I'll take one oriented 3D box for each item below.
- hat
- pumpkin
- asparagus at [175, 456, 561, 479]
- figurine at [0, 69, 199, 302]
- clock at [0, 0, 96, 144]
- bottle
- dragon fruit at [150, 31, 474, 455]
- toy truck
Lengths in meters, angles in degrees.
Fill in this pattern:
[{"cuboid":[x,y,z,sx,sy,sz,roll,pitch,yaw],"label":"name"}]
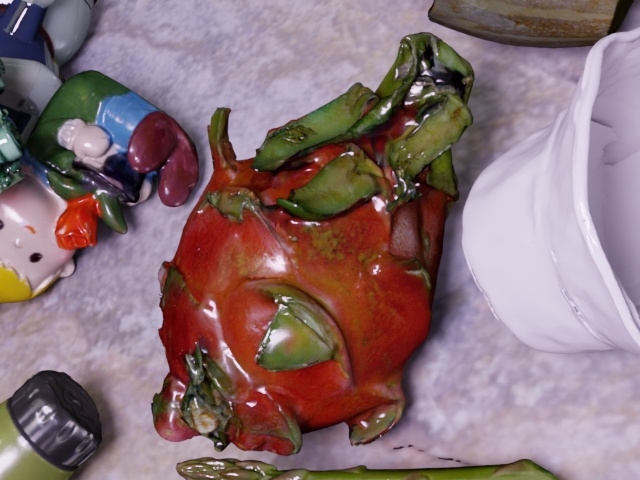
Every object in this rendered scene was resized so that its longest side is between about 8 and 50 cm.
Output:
[{"cuboid":[0.157,-0.007,0.688,0.126,0.203,0.203,-22,47,46],"label":"hat"},{"cuboid":[0.176,-0.199,0.823,0.110,0.217,0.217,41,90,9],"label":"pumpkin"},{"cuboid":[0.033,0.139,0.722,0.236,0.034,0.027,-1,49,12],"label":"asparagus"},{"cuboid":[-0.218,-0.021,1.035,0.185,0.127,0.234,31,73,39],"label":"figurine"},{"cuboid":[-0.289,-0.190,1.173,0.199,0.146,0.243,-52,28,44],"label":"clock"},{"cuboid":[-0.267,0.200,0.913,0.260,0.112,0.112,-42,43,8],"label":"bottle"},{"cuboid":[-0.004,0.002,0.769,0.269,0.198,0.200,-62,-6,28],"label":"dragon fruit"},{"cuboid":[-0.266,-0.082,0.986,0.080,0.078,0.154,-29,43,3],"label":"toy truck"}]
